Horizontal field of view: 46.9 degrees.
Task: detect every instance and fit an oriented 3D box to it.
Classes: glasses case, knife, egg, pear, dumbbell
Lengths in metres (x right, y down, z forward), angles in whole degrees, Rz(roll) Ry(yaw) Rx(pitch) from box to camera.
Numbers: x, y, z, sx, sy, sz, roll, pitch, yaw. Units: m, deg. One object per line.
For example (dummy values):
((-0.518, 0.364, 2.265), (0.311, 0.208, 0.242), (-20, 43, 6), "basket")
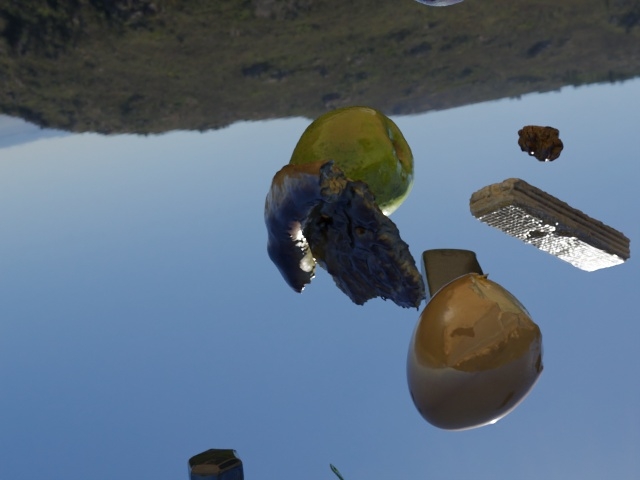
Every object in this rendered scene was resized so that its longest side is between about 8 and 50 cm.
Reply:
((0.281, 0.099, 1.545), (0.131, 0.074, 0.323), (1, -161, 4), "glasses case")
((0.053, 0.614, 1.870), (0.022, 0.166, 0.078), (-29, -142, -13), "knife")
((0.231, 0.178, 1.134), (0.201, 0.244, 0.201), (32, -175, -3), "egg")
((0.078, -0.210, 2.197), (0.391, 0.391, 0.391), (-12, -168, 3), "pear")
((-0.265, 0.723, 1.950), (0.144, 0.325, 0.160), (-8, -173, -14), "dumbbell")

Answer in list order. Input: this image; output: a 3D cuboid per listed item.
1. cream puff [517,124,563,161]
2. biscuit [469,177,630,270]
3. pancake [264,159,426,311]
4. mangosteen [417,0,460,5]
((0.576, -0.253, 1.931), (0.122, 0.094, 0.116), (7, -172, 26), "cream puff")
((0.546, -0.034, 1.729), (0.426, 0.079, 0.144), (21, 155, -28), "biscuit")
((0.000, 0.000, 0.830), (0.212, 0.257, 0.056), (7, -129, 44), "pancake")
((0.267, -0.671, 1.578), (0.330, 0.330, 0.330), (-12, -168, 3), "mangosteen")
